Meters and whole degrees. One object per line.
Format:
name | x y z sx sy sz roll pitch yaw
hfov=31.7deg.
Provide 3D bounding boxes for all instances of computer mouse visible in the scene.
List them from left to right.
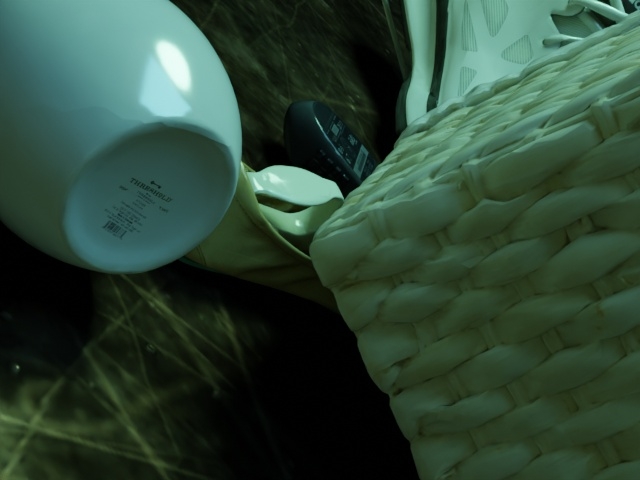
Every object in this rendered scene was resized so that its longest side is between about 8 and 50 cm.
computer mouse | 0.049 -0.005 0.850 0.242 0.041 0.071 51 20 -10

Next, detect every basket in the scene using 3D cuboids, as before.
basket | 0.214 0.039 0.627 0.328 0.331 0.266 63 27 -5

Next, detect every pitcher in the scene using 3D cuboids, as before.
pitcher | -0.107 -0.071 0.563 0.178 0.125 0.207 28 18 -48

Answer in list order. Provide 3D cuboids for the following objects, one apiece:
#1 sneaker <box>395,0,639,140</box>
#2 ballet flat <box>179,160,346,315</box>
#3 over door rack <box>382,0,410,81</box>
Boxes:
sneaker | 0.213 -0.158 1.014 0.169 0.258 0.447 30 44 -40
ballet flat | 0.000 0.000 0.691 0.232 0.073 0.080 16 39 -53
over door rack | 0.081 -0.296 1.304 0.324 0.108 0.239 64 25 1
